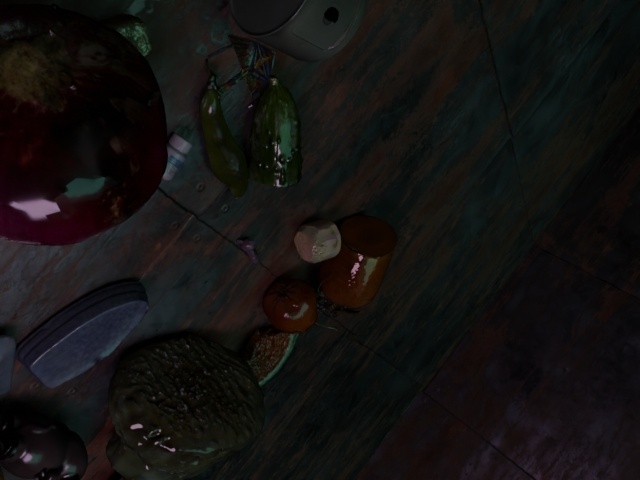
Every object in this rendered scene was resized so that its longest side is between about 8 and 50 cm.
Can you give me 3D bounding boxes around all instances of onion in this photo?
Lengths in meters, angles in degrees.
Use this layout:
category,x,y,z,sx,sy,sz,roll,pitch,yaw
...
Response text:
category,x,y,z,sx,sy,sz,roll,pitch,yaw
onion,-0.399,-0.145,0.808,0.347,0.348,0.385,-36,175,-23

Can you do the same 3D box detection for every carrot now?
category,x,y,z,sx,sy,sz,roll,pitch,yaw
carrot,0.091,0.101,1.596,0.214,0.193,0.331,-34,150,-64

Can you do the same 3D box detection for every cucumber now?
category,x,y,z,sx,sy,sz,roll,pitch,yaw
cucumber,-0.100,-0.247,1.182,0.134,0.134,0.245,-24,131,-35

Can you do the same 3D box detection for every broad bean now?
category,x,y,z,sx,sy,sz,roll,pitch,yaw
broad bean,-0.209,-0.211,1.124,0.075,0.067,0.325,-43,145,-30

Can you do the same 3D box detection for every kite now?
category,x,y,z,sx,sy,sz,roll,pitch,yaw
kite,-0.151,-0.358,1.121,0.160,0.010,0.183,-40,142,-18

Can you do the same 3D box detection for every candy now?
category,x,y,z,sx,sy,sz,roll,pitch,yaw
candy,-0.663,0.247,0.976,0.174,0.071,0.138,-4,121,-46

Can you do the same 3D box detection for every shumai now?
category,x,y,z,sx,sy,sz,roll,pitch,yaw
shumai,-0.362,0.453,1.320,0.397,0.324,0.323,5,129,-44

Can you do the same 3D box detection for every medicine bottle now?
category,x,y,z,sx,sy,sz,roll,pitch,yaw
medicine bottle,-0.301,-0.169,1.067,0.089,0.052,0.052,-55,144,0

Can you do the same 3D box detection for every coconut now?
category,x,y,z,sx,sy,sz,roll,pitch,yaw
coconut,0.000,0.000,1.490,0.122,0.116,0.116,-22,133,-35

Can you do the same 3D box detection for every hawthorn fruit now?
category,x,y,z,sx,sy,sz,roll,pitch,yaw
hawthorn fruit,-0.051,0.216,1.558,0.165,0.165,0.285,-51,141,-4

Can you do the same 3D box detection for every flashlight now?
category,x,y,z,sx,sy,sz,roll,pitch,yaw
flashlight,-0.179,0.026,1.378,0.110,0.052,0.031,71,26,-55

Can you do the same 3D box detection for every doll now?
category,x,y,z,sx,sy,sz,roll,pitch,yaw
doll,-0.592,0.452,1.128,0.117,0.182,0.257,-30,142,-10

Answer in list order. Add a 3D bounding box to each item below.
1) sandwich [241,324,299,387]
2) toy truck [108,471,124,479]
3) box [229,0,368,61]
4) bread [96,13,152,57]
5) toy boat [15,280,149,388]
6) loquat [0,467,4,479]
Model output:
category,x,y,z,sx,sy,sz,roll,pitch,yaw
sandwich,-0.178,0.347,1.604,0.159,0.079,0.235,20,99,-42
toy truck,-0.454,0.786,1.497,0.180,0.254,0.405,-43,146,-22
box,-0.040,-0.464,0.979,0.149,0.226,0.226,6,114,-50
bread,-0.333,-0.332,0.888,0.083,0.070,0.077,-29,136,-27
toy boat,-0.490,0.189,1.121,0.283,0.078,0.127,-37,137,-21
loquat,-0.708,0.499,1.017,0.214,0.213,0.246,-56,143,2
